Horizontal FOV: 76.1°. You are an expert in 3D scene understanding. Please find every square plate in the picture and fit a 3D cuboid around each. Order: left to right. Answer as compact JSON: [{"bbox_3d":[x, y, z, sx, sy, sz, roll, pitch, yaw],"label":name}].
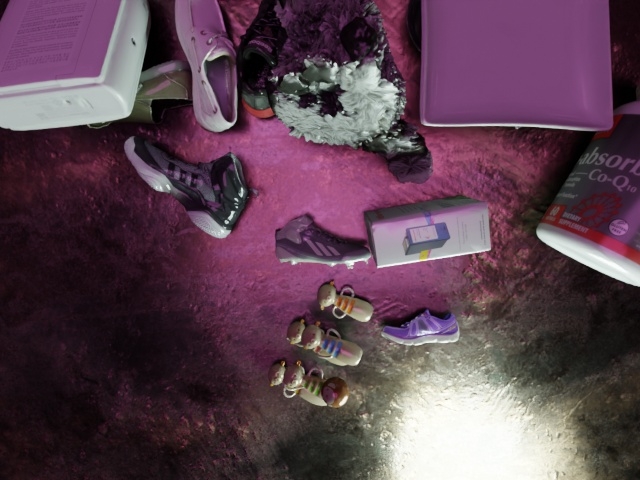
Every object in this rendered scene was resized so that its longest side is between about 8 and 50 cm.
[{"bbox_3d":[0.341,-0.364,0.731,0.346,0.049,0.345,1,86,-4],"label":"square plate"}]

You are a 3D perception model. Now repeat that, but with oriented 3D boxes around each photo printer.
[{"bbox_3d":[-0.450,-0.354,0.740,0.255,0.107,0.308,-5,64,5],"label":"photo printer"}]

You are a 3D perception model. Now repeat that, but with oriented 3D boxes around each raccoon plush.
[{"bbox_3d":[0.056,-0.318,0.745,0.215,0.446,0.300,-8,65,26],"label":"raccoon plush"}]

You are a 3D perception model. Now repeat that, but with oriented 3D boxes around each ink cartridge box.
[{"bbox_3d":[0.199,-0.023,0.802,0.212,0.154,0.093,-8,101,3],"label":"ink cartridge box"}]

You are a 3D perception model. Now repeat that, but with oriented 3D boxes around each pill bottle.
[{"bbox_3d":[0.586,-0.119,0.744,0.210,0.210,0.363,28,99,-2],"label":"pill bottle"}]

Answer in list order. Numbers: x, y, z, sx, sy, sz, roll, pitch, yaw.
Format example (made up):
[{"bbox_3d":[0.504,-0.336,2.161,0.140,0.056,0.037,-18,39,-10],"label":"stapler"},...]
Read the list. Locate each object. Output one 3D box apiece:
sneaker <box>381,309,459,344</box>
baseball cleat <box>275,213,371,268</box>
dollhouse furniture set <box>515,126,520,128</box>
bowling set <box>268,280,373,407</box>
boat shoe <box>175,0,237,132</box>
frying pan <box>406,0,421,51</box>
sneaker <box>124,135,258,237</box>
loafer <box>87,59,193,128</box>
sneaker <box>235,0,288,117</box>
[{"bbox_3d":[0.215,0.188,0.892,0.169,0.068,0.071,-4,84,-6],"label":"sneaker"},{"bbox_3d":[0.000,0.000,0.843,0.205,0.072,0.110,-1,99,13],"label":"baseball cleat"},{"bbox_3d":[0.428,-0.286,0.787,0.114,0.081,0.091,-27,97,6],"label":"dollhouse furniture set"},{"bbox_3d":[-0.006,0.236,0.837,0.154,0.200,0.287,24,95,0],"label":"bowling set"},{"bbox_3d":[-0.200,-0.353,0.779,0.098,0.096,0.278,-21,110,-39],"label":"boat shoe"},{"bbox_3d":[0.217,-0.466,0.779,0.197,0.053,0.326,-42,86,-1],"label":"frying pan"},{"bbox_3d":[-0.251,-0.142,0.831,0.268,0.101,0.153,44,98,-11],"label":"sneaker"},{"bbox_3d":[-0.362,-0.274,0.813,0.250,0.094,0.088,-20,94,5],"label":"loafer"},{"bbox_3d":[-0.091,-0.377,0.767,0.097,0.135,0.276,17,98,1],"label":"sneaker"}]
